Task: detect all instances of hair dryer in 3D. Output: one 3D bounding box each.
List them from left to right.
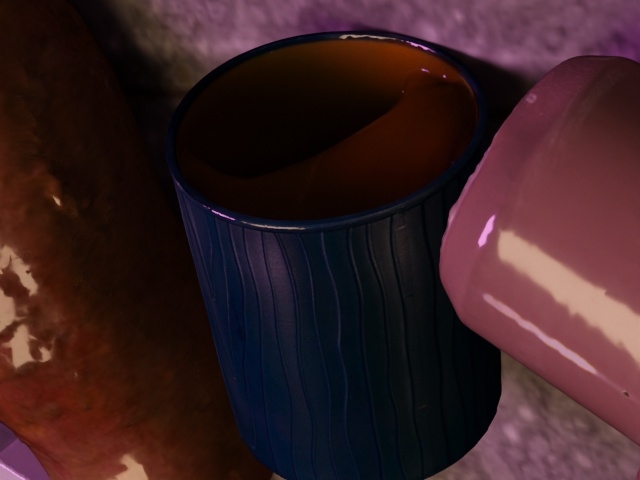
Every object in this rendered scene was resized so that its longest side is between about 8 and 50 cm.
[{"bbox_3d":[0.123,0.096,0.676,0.189,0.107,0.344,34,147,17],"label":"hair dryer"}]

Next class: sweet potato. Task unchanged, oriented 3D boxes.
[{"bbox_3d":[-0.130,-0.020,0.777,0.131,0.131,0.337,-11,116,48],"label":"sweet potato"}]

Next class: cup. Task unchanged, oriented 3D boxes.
[{"bbox_3d":[0.011,0.000,0.697,0.113,0.150,0.138,-5,129,6],"label":"cup"}]

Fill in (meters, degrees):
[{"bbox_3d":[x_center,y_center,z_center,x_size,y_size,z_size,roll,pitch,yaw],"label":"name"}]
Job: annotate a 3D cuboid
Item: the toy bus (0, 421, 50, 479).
[{"bbox_3d":[-0.168,0.118,0.960,0.301,0.113,0.139,27,135,26],"label":"toy bus"}]
